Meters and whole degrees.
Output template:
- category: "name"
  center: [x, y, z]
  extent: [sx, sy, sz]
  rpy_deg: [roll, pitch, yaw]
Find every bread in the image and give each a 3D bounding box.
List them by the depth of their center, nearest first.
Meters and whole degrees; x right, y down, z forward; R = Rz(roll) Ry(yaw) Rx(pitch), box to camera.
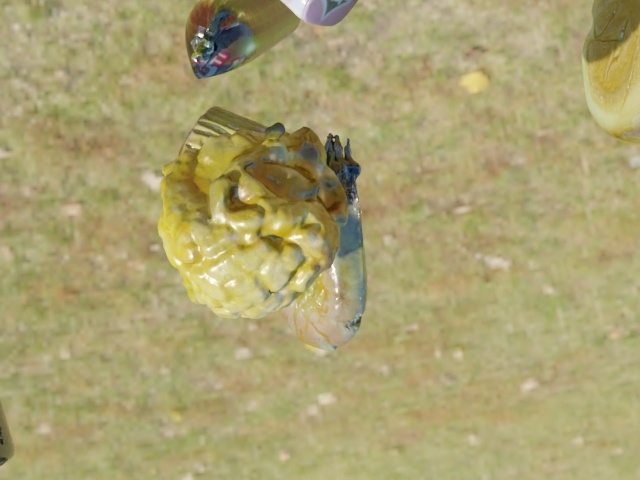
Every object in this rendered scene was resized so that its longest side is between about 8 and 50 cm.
- category: "bread"
  center: [0.375, -0.211, 1.577]
  extent: [0.104, 0.213, 0.213]
  rpy_deg: [8, 153, -23]
- category: "bread"
  center: [-0.137, -0.077, 2.220]
  extent: [0.156, 0.204, 0.288]
  rpy_deg: [27, 157, 5]

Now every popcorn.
- category: "popcorn"
  center: [-0.061, -0.020, 1.279]
  extent: [0.180, 0.180, 0.170]
  rpy_deg: [-1, 139, -21]

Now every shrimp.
- category: "shrimp"
  center: [0.000, 0.000, 1.642]
  extent: [0.061, 0.145, 0.267]
  rpy_deg: [-24, 129, -41]

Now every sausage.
- category: "sausage"
  center: [-0.116, -0.309, 2.027]
  extent: [0.125, 0.117, 0.317]
  rpy_deg: [-41, -174, 26]

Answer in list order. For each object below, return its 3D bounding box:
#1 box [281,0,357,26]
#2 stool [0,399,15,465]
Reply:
- category: "box"
  center: [-0.077, -0.399, 1.425]
  extent: [0.190, 0.369, 0.112]
  rpy_deg: [-53, 163, 17]
- category: "stool"
  center: [-0.350, 0.209, 1.343]
  extent: [0.153, 0.139, 0.228]
  rpy_deg: [-19, 178, 21]
